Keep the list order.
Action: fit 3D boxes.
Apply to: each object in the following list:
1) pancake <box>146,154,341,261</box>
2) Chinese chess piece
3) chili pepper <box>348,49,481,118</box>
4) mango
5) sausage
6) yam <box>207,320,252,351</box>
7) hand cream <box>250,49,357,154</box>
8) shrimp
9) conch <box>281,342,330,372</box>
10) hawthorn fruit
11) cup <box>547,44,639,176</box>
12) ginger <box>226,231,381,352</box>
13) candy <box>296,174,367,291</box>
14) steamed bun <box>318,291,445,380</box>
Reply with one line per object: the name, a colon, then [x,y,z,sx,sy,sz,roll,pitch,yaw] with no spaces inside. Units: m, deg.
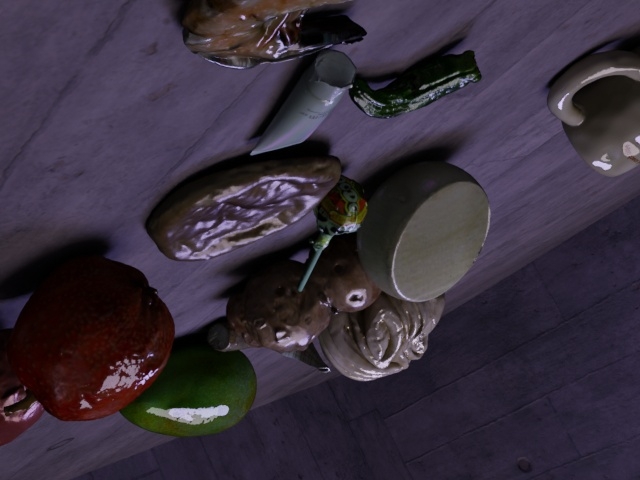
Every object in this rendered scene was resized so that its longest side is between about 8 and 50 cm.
pancake: [-0.103,-0.046,1.265,0.294,0.050,0.294,-24,167,-6]
Chinese chess piece: [0.178,-0.016,1.560,0.250,0.101,0.250,-22,129,-29]
chili pepper: [0.113,-0.193,1.128,0.182,0.050,0.073,-20,172,-18]
mango: [-0.285,0.324,1.957,0.382,0.225,0.201,1,113,-58]
sausage: [-0.481,0.221,1.337,0.152,0.152,0.279,-17,166,-36]
yam: [-0.135,0.211,2.091,0.083,0.083,0.371,-32,167,20]
hand cream: [-0.020,-0.149,1.045,0.078,0.050,0.205,-20,169,-27]
shrimp: [0.037,-0.229,0.837,0.364,0.071,0.233,-19,173,-33]
conch: [-0.071,0.178,1.873,0.137,0.114,0.234,9,-170,-23]
hawthorn fruit: [-0.321,0.144,1.202,0.253,0.205,0.205,-41,165,4]
cup: [0.508,-0.248,1.523,0.202,0.255,0.173,-37,-154,40]
ginger: [-0.012,0.087,1.703,0.375,0.176,0.256,-30,-176,4]
candy: [0.000,0.000,1.474,0.083,0.091,0.305,-10,153,-23]
steamed bun: [0.101,0.150,1.893,0.289,0.276,0.203,-25,170,29]
